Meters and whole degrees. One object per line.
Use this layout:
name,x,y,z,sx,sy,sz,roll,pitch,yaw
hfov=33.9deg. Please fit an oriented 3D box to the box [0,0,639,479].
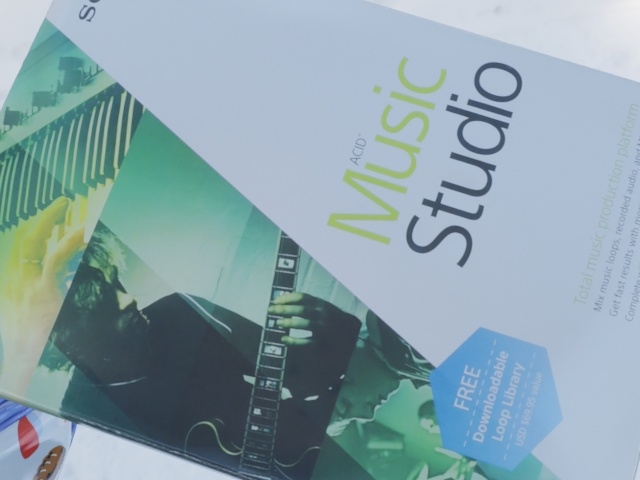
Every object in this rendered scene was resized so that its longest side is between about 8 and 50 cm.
box,0.000,0.000,0.488,0.322,0.058,0.232,17,74,6

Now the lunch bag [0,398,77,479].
lunch bag,-0.274,0.212,0.632,0.115,0.303,0.243,26,18,9
